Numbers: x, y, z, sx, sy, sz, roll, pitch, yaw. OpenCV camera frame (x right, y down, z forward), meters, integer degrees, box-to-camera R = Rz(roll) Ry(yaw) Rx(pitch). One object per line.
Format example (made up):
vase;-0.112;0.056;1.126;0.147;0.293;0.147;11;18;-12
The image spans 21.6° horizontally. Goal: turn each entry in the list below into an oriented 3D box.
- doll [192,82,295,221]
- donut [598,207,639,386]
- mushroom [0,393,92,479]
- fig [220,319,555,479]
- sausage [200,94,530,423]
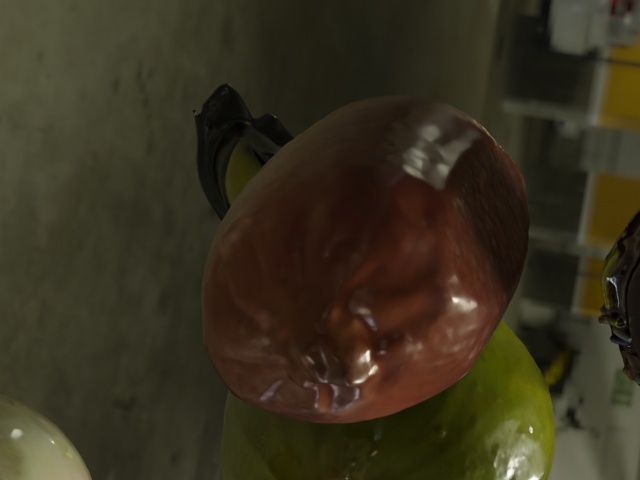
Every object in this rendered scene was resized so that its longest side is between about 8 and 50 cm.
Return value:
doll;-0.001;0.002;1.140;0.127;0.249;0.088;-24;-161;50
donut;0.260;0.037;0.850;0.089;0.235;0.235;-54;155;-41
mushroom;-0.311;0.305;1.302;0.325;0.353;0.353;62;20;-12
fig;0.057;0.191;1.586;0.343;0.343;0.343;9;90;-81
sausage;0.027;0.004;0.829;0.254;0.148;0.148;-53;151;-60
